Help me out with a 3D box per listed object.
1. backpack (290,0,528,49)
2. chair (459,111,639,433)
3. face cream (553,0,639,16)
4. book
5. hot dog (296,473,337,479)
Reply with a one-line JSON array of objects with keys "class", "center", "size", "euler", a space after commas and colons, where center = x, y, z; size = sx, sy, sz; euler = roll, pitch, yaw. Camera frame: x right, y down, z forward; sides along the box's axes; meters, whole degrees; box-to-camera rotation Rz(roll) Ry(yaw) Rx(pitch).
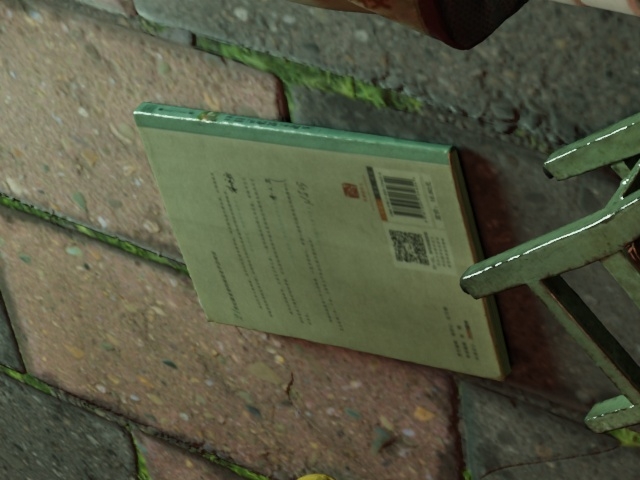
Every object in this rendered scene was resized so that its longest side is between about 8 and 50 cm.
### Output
[{"class": "backpack", "center": [-0.019, -0.271, 0.920], "size": [0.283, 0.197, 0.317], "euler": [16, 142, 34]}, {"class": "chair", "center": [0.228, -0.005, 1.029], "size": [0.147, 0.136, 0.270], "euler": [48, 143, -11]}, {"class": "face cream", "center": [0.094, -0.177, 1.046], "size": [0.244, 0.058, 0.092], "euler": [20, 144, 36]}, {"class": "book", "center": [0.000, 0.000, 1.341], "size": [0.283, 0.025, 0.215], "euler": [12, 134, 34]}, {"class": "hot dog", "center": [0.054, 0.279, 1.540], "size": [0.249, 0.076, 0.102], "euler": [27, 146, 17]}]
